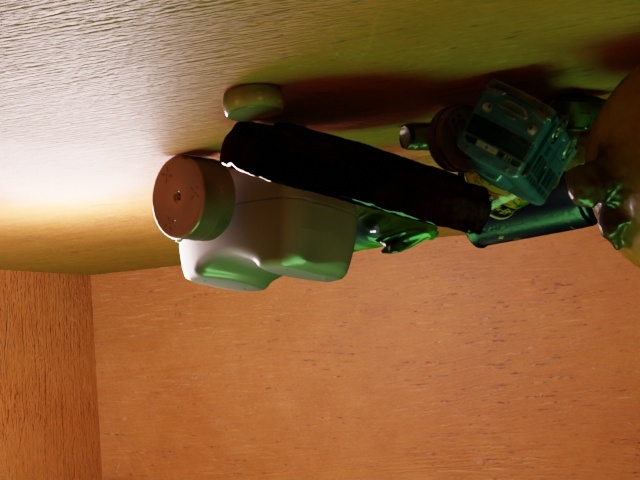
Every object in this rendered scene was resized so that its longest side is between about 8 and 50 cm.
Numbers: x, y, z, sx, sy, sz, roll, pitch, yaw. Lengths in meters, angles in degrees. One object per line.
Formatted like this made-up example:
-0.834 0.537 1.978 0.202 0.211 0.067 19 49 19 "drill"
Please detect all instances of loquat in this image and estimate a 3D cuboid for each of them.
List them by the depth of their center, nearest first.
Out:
0.475 -0.089 1.358 0.359 0.328 0.328 -8 176 -14 "loquat"

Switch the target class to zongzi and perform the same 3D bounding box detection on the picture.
0.381 -0.196 1.626 0.109 0.055 0.119 -2 -175 -33 "zongzi"

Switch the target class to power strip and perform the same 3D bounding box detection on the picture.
-0.224 -0.071 1.862 0.154 0.154 0.078 -10 172 43 "power strip"

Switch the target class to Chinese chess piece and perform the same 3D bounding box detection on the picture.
-0.090 -0.186 1.419 0.084 0.034 0.084 -6 173 -1 "Chinese chess piece"

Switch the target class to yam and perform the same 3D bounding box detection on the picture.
0.261 -0.173 1.781 0.264 0.046 0.046 -2 174 -18 "yam"

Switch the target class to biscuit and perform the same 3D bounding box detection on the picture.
0.056 -0.101 1.549 0.407 0.091 0.407 16 -176 -1 "biscuit"

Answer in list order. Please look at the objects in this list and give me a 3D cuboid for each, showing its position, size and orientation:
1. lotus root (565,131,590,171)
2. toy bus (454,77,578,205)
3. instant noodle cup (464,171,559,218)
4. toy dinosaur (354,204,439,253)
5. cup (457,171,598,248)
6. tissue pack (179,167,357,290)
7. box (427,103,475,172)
0.498 -0.159 1.939 0.190 0.094 0.108 5 137 12 "lotus root"
0.283 -0.135 1.515 0.116 0.134 0.234 33 -176 22 "toy bus"
0.349 -0.124 1.900 0.151 0.151 0.122 0 166 -40 "instant noodle cup"
0.000 0.000 2.120 0.499 0.144 0.374 -14 -166 12 "toy dinosaur"
0.431 -0.122 2.131 0.256 0.255 0.178 -11 135 32 "cup"
-0.101 -0.039 1.982 0.333 0.236 0.229 -10 163 42 "tissue pack"
0.212 -0.155 1.611 0.105 0.106 0.037 -1 179 -32 "box"
